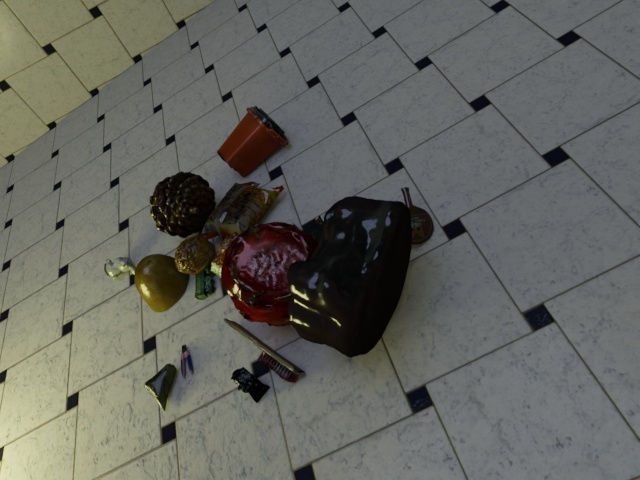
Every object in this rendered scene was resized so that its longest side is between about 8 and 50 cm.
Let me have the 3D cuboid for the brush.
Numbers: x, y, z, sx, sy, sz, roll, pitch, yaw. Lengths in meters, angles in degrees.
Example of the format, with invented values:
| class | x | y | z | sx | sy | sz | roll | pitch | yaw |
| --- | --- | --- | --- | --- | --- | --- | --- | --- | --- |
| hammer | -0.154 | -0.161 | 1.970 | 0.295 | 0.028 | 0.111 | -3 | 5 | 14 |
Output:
| class | x | y | z | sx | sy | sz | roll | pitch | yaw |
| --- | --- | --- | --- | --- | --- | --- | --- | --- | --- |
| brush | -0.173 | 0.310 | 1.407 | 0.321 | 0.060 | 0.050 | 26 | 85 | 40 |

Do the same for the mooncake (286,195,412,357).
| class | x | y | z | sx | sy | sz | roll | pitch | yaw |
| --- | --- | --- | --- | --- | --- | --- | --- | --- | --- |
| mooncake | 0.076 | 0.094 | 1.205 | 0.212 | 0.350 | 0.381 | 12 | 43 | 30 |

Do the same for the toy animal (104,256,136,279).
| class | x | y | z | sx | sy | sz | roll | pitch | yaw |
| --- | --- | --- | --- | --- | --- | --- | --- | --- | --- |
| toy animal | -0.763 | 0.098 | 1.898 | 0.124 | 0.071 | 0.085 | -22 | 49 | 16 |

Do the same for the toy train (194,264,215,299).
| class | x | y | z | sx | sy | sz | roll | pitch | yaw |
| --- | --- | --- | --- | --- | --- | --- | --- | --- | --- |
| toy train | -0.392 | 0.128 | 1.678 | 0.071 | 0.038 | 0.148 | -23 | 49 | 15 |

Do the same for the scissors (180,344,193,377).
| class | x | y | z | sx | sy | sz | roll | pitch | yaw |
| --- | --- | --- | --- | --- | --- | --- | --- | --- | --- |
| scissors | -0.420 | 0.372 | 1.539 | 0.039 | 0.012 | 0.113 | -31 | 48 | 8 |

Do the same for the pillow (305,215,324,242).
| class | x | y | z | sx | sy | sz | roll | pitch | yaw |
| --- | --- | --- | --- | --- | --- | --- | --- | --- | --- |
| pillow | 0.000 | 0.000 | 1.527 | 0.090 | 0.048 | 0.150 | -36 | 50 | 1 |

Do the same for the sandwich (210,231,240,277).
| class | x | y | z | sx | sy | sz | roll | pitch | yaw |
| --- | --- | --- | --- | --- | --- | --- | --- | --- | --- |
| sandwich | -0.282 | 0.052 | 1.587 | 0.185 | 0.159 | 0.109 | 10 | 45 | 26 |

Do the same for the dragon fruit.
| class | x | y | z | sx | sy | sz | roll | pitch | yaw |
| --- | --- | --- | --- | --- | --- | --- | --- | --- | --- |
| dragon fruit | -0.117 | 0.093 | 1.368 | 0.296 | 0.301 | 0.295 | -11 | 55 | 16 |

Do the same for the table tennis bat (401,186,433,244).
| class | x | y | z | sx | sy | sz | roll | pitch | yaw |
| --- | --- | --- | --- | --- | --- | --- | --- | --- | --- |
| table tennis bat | 0.255 | -0.056 | 1.443 | 0.108 | 0.119 | 0.169 | -9 | 75 | -5 |

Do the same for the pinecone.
| class | x | y | z | sx | sy | sz | roll | pitch | yaw |
| --- | --- | --- | --- | --- | --- | --- | --- | --- | --- |
| pinecone | -0.506 | -0.124 | 1.806 | 0.257 | 0.243 | 0.243 | -24 | 41 | 56 |

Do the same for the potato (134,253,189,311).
| class | x | y | z | sx | sy | sz | roll | pitch | yaw |
| --- | --- | --- | --- | --- | --- | --- | --- | --- | --- |
| potato | -0.568 | 0.121 | 1.714 | 0.178 | 0.158 | 0.203 | 8 | 59 | 33 |

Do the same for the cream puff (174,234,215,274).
| class | x | y | z | sx | sy | sz | roll | pitch | yaw |
| --- | --- | --- | --- | --- | --- | --- | --- | --- | --- |
| cream puff | -0.429 | 0.047 | 1.663 | 0.144 | 0.103 | 0.126 | -46 | 44 | 0 |

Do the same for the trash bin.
| class | x | y | z | sx | sy | sz | roll | pitch | yaw |
| --- | --- | --- | --- | --- | --- | --- | --- | --- | --- |
| trash bin | -0.256 | -0.365 | 1.874 | 0.238 | 0.161 | 0.184 | -46 | 47 | 5 |

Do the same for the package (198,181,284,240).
| class | x | y | z | sx | sy | sz | roll | pitch | yaw |
| --- | --- | --- | --- | --- | --- | --- | --- | --- | --- |
| package | -0.280 | -0.101 | 1.727 | 0.223 | 0.108 | 0.288 | 14 | 66 | 33 |

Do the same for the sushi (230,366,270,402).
| class | x | y | z | sx | sy | sz | roll | pitch | yaw |
| --- | --- | --- | --- | --- | --- | --- | --- | --- | --- |
| sushi | -0.199 | 0.385 | 1.350 | 0.056 | 0.084 | 0.083 | -48 | 46 | -8 |

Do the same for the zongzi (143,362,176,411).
| class | x | y | z | sx | sy | sz | roll | pitch | yaw |
| --- | --- | --- | --- | --- | --- | --- | --- | --- | --- |
| zongzi | -0.463 | 0.441 | 1.498 | 0.104 | 0.052 | 0.113 | -44 | 60 | -11 |
